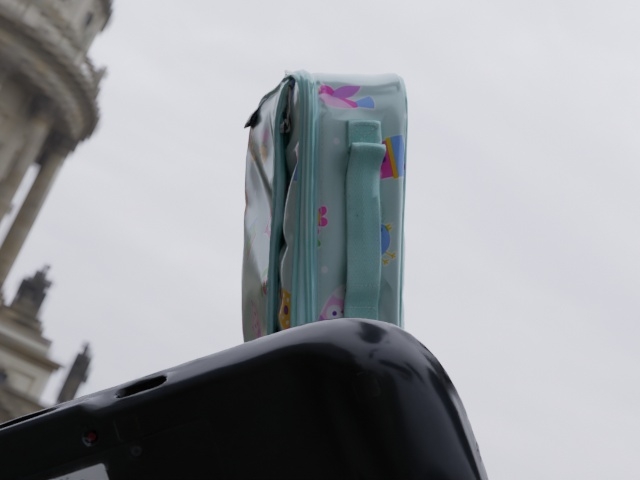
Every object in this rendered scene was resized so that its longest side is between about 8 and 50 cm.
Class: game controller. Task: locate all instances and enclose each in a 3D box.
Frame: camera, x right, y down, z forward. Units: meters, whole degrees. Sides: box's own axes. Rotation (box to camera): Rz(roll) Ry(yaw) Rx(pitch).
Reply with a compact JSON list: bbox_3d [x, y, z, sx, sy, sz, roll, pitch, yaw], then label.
[{"bbox_3d":[-0.086,0.145,0.533,0.319,0.166,0.067,-18,-10,0],"label":"game controller"}]

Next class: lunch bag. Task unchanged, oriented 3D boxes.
[{"bbox_3d":[0.000,0.000,1.131,0.108,0.279,0.224,1,-5,-10],"label":"lunch bag"}]
